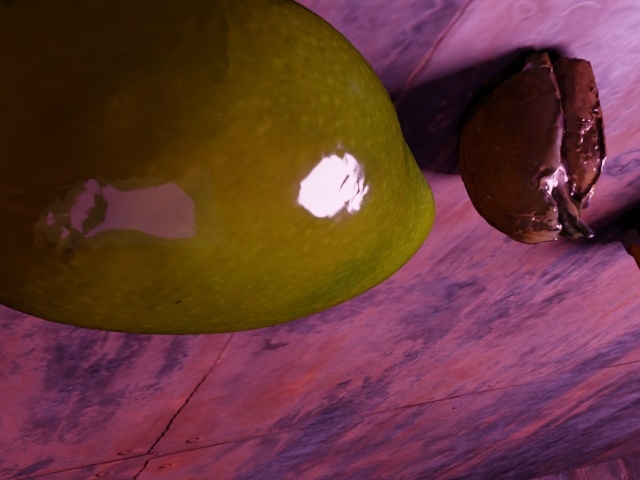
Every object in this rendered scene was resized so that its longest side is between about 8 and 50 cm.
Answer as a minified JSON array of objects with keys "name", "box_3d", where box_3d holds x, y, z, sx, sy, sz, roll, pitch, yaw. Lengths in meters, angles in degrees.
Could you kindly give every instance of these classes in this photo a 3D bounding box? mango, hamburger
[{"name":"mango","box_3d":[-0.046,-0.033,0.526,0.192,0.156,0.343,-20,163,30]},{"name":"hamburger","box_3d":[0.140,-0.041,0.715,0.087,0.102,0.176,-2,157,-3]}]

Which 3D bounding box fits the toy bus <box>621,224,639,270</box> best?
[{"name":"toy bus","box_3d":[0.401,0.007,0.970,0.209,0.136,0.126,-31,154,28]}]
